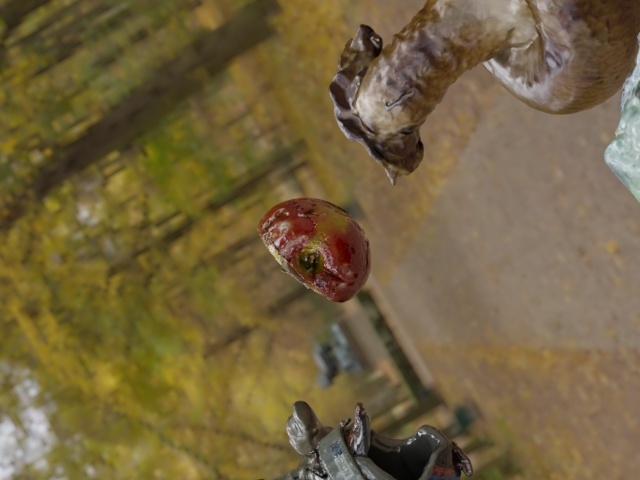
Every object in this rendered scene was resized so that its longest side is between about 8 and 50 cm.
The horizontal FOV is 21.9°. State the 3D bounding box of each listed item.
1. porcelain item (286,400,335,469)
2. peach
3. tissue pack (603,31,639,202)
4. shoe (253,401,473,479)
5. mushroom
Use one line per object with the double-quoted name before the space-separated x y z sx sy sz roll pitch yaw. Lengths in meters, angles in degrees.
"porcelain item" 0.013 0.218 1.462 0.216 0.069 0.081 67 -171 -46
"peach" 0.000 0.000 1.066 0.077 0.050 0.083 37 -173 -5
"tissue pack" 0.347 -0.025 0.930 0.228 0.310 0.128 -116 37 -56
"shoe" 0.019 0.194 1.299 0.099 0.227 0.126 -102 12 -61
"mushroom" 0.178 -0.284 1.875 0.334 0.356 0.331 122 131 -75
